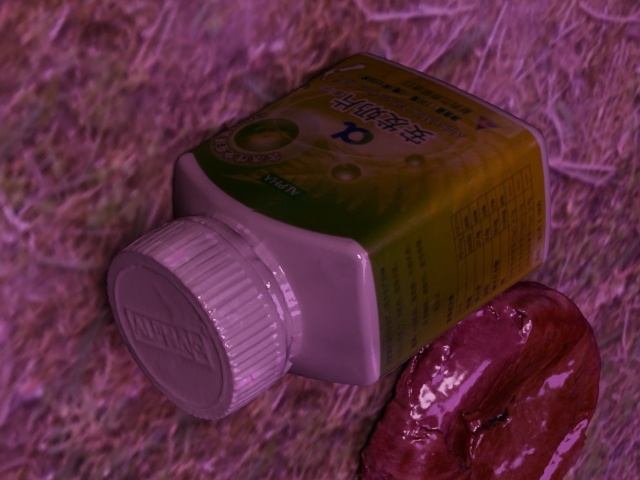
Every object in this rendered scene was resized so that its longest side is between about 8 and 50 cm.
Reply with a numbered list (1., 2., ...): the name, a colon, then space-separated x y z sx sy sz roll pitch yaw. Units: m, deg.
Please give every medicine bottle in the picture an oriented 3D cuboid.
1. medicine bottle: 0.000 0.000 0.925 0.188 0.132 0.088 -33 135 -32

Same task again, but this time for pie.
1. pie: 0.098 0.106 1.180 0.182 0.049 0.182 -26 132 -32
